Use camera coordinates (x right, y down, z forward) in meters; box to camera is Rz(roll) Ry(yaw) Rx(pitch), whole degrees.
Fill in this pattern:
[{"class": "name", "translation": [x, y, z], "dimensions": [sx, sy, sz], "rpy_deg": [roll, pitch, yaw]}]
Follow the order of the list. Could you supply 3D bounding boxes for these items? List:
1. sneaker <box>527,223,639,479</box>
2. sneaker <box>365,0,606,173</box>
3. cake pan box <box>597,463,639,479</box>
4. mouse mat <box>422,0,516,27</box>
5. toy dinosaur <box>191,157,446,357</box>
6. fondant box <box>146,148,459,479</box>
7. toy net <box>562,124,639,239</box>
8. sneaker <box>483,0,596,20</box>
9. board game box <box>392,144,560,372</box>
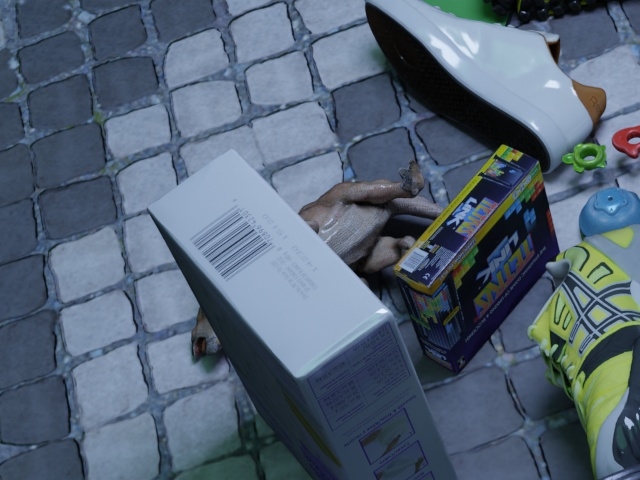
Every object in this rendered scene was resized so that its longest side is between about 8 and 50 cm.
[{"class": "sneaker", "translation": [0.257, 0.114, 1.522], "dimensions": [0.147, 0.145, 0.385], "rpy_deg": [-14, 23, 20]}, {"class": "sneaker", "translation": [0.175, -0.186, 1.848], "dimensions": [0.123, 0.106, 0.290], "rpy_deg": [-40, 62, -19]}, {"class": "cake pan box", "translation": [0.240, 0.279, 1.338], "dimensions": [0.245, 0.267, 0.070], "rpy_deg": [-30, 44, -5]}, {"class": "mouse mat", "translation": [0.157, -0.296, 1.995], "dimensions": [0.152, 0.007, 0.190], "rpy_deg": [7, 54, 23]}, {"class": "toy dinosaur", "translation": [0.000, 0.000, 1.748], "dimensions": [0.295, 0.127, 0.200], "rpy_deg": [-26, 11, -24]}, {"class": "fondant box", "translation": [-0.004, 0.109, 1.512], "dimensions": [0.096, 0.330, 0.238], "rpy_deg": [-36, 51, -9]}, {"class": "toy net", "translation": [0.359, -0.065, 1.723], "dimensions": [0.232, 0.045, 0.122], "rpy_deg": [-13, 48, 6]}, {"class": "sneaker", "translation": [0.336, -0.347, 1.894], "dimensions": [0.343, 0.134, 0.146], "rpy_deg": [-6, 49, 13]}, {"class": "board game box", "translation": [0.150, 0.018, 1.658], "dimensions": [0.048, 0.141, 0.170], "rpy_deg": [27, 65, 35]}]
